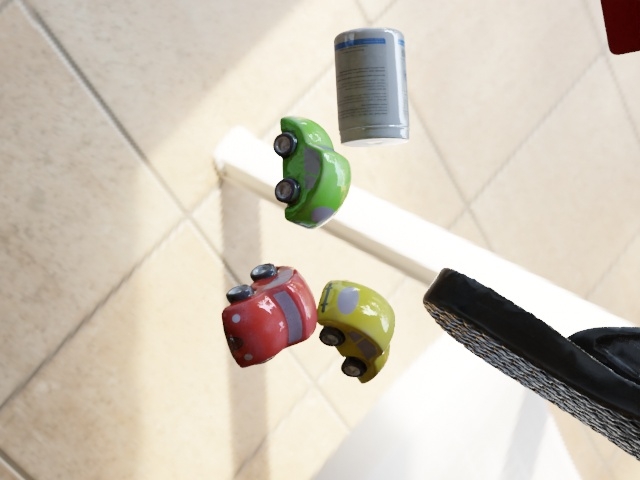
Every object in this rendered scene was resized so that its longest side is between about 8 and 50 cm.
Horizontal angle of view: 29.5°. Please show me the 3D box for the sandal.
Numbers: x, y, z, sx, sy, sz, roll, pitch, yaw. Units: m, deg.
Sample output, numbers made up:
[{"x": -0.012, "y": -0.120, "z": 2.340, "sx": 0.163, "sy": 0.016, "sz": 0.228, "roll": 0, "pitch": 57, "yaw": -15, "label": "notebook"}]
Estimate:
[{"x": 0.289, "y": 0.126, "z": 1.070, "sx": 0.107, "sy": 0.445, "sz": 0.167, "roll": -52, "pitch": 151, "yaw": -10, "label": "sandal"}]

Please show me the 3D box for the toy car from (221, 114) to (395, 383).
[{"x": 0.000, "y": 0.000, "z": 1.009, "sx": 0.239, "sy": 0.053, "sz": 0.225, "roll": 19, "pitch": 64, "yaw": -58, "label": "toy car"}]

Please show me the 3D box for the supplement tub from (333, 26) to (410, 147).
[{"x": 0.049, "y": -0.147, "z": 1.171, "sx": 0.071, "sy": 0.071, "sz": 0.107, "roll": 1, "pitch": 86, "yaw": -41, "label": "supplement tub"}]

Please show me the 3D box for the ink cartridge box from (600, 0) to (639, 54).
[{"x": 0.488, "y": -0.413, "z": 1.557, "sx": 0.271, "sy": 0.130, "sz": 0.310, "roll": -11, "pitch": 91, "yaw": 4, "label": "ink cartridge box"}]
